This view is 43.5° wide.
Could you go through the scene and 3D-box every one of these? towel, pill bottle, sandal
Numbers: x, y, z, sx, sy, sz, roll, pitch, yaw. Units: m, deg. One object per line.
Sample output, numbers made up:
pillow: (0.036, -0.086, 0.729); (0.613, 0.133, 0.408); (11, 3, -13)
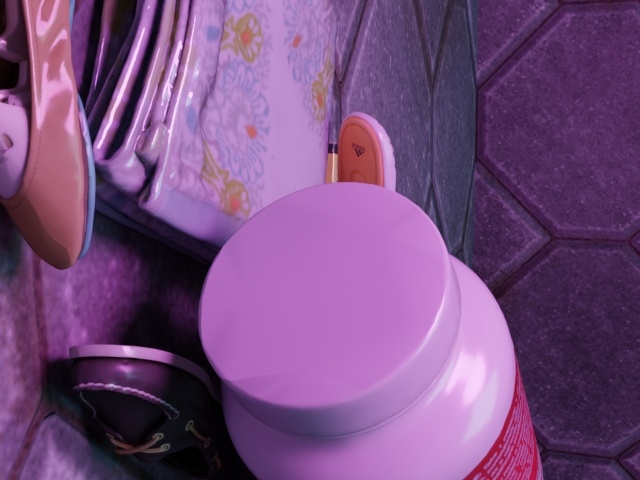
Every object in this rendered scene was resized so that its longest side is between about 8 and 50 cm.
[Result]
towel: (-0.068, -0.137, 0.713); (0.374, 0.090, 0.321); (39, 56, -67)
pill bottle: (0.057, 0.144, 0.675); (0.408, 0.229, 0.229); (63, 34, -50)
sandal: (0.029, -0.008, 0.868); (0.076, 0.102, 0.265); (-26, 125, -30)

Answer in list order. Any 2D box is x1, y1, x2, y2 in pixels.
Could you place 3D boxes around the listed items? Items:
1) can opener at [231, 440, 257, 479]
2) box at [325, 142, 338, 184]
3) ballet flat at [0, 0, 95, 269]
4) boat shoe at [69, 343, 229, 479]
can opener: (-0.050, 0.189, 0.822); (0.074, 0.093, 0.280); (-52, 145, -61)
box: (0.000, 0.000, 0.978); (0.087, 0.058, 0.232); (-1, 93, -71)
ballet flat: (-0.176, -0.097, 0.456); (0.073, 0.080, 0.232); (-5, 95, -43)
boat shoe: (-0.120, 0.133, 0.604); (0.228, 0.081, 0.069); (58, 35, -63)
